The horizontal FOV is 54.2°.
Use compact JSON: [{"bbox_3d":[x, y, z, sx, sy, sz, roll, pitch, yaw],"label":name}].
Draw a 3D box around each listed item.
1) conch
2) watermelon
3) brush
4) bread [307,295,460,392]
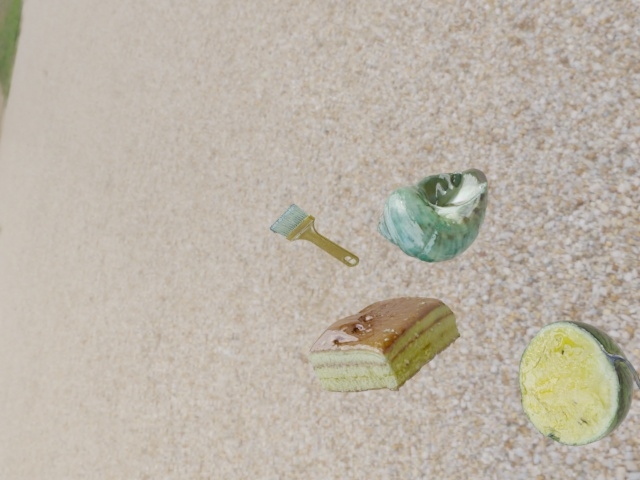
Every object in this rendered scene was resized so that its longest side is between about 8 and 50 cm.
[{"bbox_3d":[0.189,-0.042,1.066,0.122,0.188,0.176,80,-167,-59],"label":"conch"},{"bbox_3d":[0.456,0.241,1.082,0.232,0.127,0.204,-57,40,40],"label":"watermelon"},{"bbox_3d":[0.000,0.000,1.305,0.082,0.218,0.010,-41,33,29],"label":"brush"},{"bbox_3d":[0.117,0.183,1.153,0.184,0.234,0.110,-10,101,43],"label":"bread"}]
